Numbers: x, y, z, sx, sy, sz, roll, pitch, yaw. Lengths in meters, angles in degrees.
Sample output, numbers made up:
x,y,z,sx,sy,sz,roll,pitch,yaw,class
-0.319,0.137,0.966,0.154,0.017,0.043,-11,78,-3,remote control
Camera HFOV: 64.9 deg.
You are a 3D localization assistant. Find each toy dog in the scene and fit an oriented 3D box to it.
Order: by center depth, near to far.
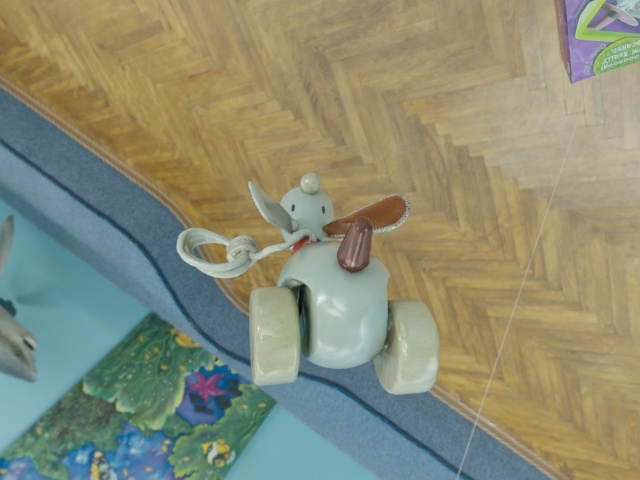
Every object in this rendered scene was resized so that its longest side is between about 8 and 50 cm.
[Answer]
x,y,z,sx,sy,sz,roll,pitch,yaw,class
0.000,0.000,0.501,0.333,0.220,0.160,45,134,47,toy dog

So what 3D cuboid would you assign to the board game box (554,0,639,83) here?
x,y,z,sx,sy,sz,roll,pitch,yaw,class
0.311,-0.233,0.275,0.347,0.056,0.208,-15,139,21,board game box
